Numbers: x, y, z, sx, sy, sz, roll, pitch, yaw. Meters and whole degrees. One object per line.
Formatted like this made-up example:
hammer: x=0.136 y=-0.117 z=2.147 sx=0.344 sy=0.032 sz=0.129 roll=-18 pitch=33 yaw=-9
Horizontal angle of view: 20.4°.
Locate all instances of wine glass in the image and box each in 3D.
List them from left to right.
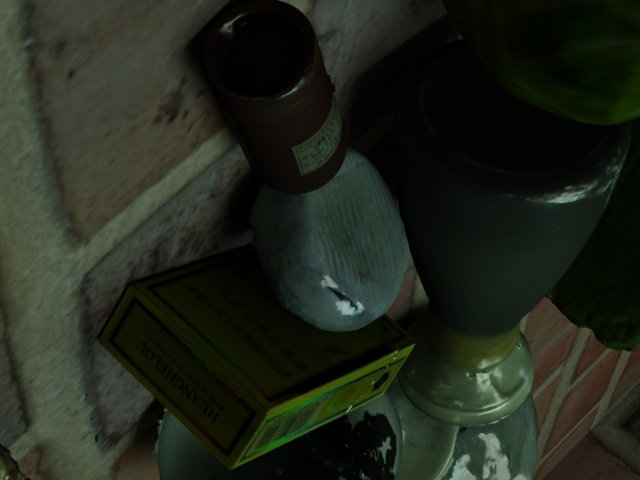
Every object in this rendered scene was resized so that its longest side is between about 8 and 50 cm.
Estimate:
wine glass: x=-0.002 y=0.174 z=1.551 sx=0.190 sy=0.190 sz=0.357 roll=-52 pitch=166 yaw=12

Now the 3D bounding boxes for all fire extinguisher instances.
fire extinguisher: x=-0.018 y=-0.091 z=1.163 sx=0.231 sy=0.071 sz=0.099 roll=63 pitch=42 yaw=-71

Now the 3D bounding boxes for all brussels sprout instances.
brussels sprout: x=0.200 y=-0.212 z=1.187 sx=0.210 sy=0.219 sz=0.271 roll=-26 pitch=132 yaw=-31

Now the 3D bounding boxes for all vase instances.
vase: x=0.130 y=0.008 z=1.405 sx=0.173 sy=0.173 sz=0.321 roll=-37 pitch=151 yaw=-32

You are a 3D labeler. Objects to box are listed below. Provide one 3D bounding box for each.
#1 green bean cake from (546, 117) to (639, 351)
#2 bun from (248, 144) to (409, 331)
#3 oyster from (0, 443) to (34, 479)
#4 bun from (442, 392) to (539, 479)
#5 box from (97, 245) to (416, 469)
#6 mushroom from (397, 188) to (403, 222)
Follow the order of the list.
green bean cake: x=0.275 y=-0.062 z=1.594 sx=0.156 sy=0.247 sz=0.250 roll=-29 pitch=154 yaw=-47
bun: x=0.000 y=0.000 z=1.307 sx=0.083 sy=0.141 sz=0.141 roll=-14 pitch=-176 yaw=35
oyster: x=-0.263 y=0.205 z=1.141 sx=0.271 sy=0.100 sz=0.275 roll=-52 pitch=174 yaw=16
bun: x=0.096 y=0.257 z=1.891 sx=0.362 sy=0.211 sz=0.362 roll=-44 pitch=163 yaw=-18
box: x=-0.041 y=0.076 z=1.317 sx=0.220 sy=0.141 sz=0.064 roll=-15 pitch=142 yaw=-58
mushroom: x=0.113 y=-0.066 z=1.490 sx=0.094 sy=0.072 sz=0.210 roll=-30 pitch=143 yaw=-34
